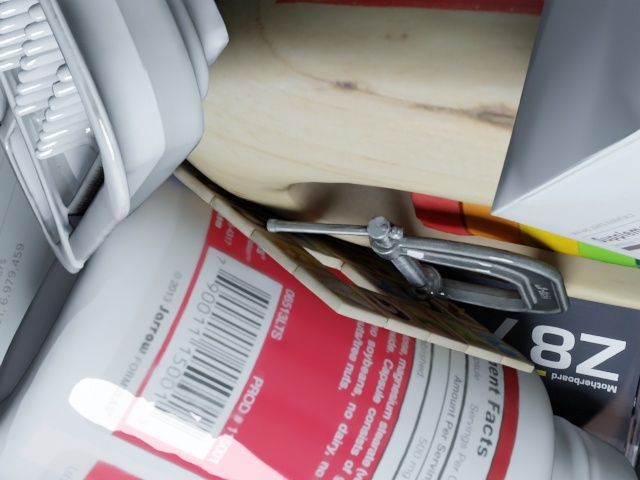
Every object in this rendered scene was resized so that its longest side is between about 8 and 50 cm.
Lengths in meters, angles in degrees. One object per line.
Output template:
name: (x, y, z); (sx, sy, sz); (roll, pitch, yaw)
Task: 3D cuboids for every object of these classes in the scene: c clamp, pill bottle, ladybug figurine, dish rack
c clamp: (0.064, 0.013, 0.643); (0.137, 0.022, 0.161); (6, 167, 22)
pill bottle: (0.002, 0.131, 0.806); (0.408, 0.229, 0.229); (29, 166, -16)
ladybug figurine: (0.137, -0.066, 0.612); (0.449, 0.162, 0.305); (12, 171, 18)
dish rack: (-0.133, -0.135, 0.545); (0.072, 0.285, 0.333); (-24, -179, -16)

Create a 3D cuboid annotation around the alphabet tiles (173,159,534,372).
alphabet tiles: (0.000, 0.000, 0.742); (0.198, 0.009, 0.237); (20, -166, -49)

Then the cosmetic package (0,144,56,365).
cosmetic package: (-0.295, -0.008, 1.139); (0.394, 0.327, 0.329); (9, 168, 26)

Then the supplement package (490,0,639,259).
supplement package: (0.221, -0.077, 0.354); (0.263, 0.199, 0.198); (16, 170, -6)

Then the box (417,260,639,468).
box: (0.067, 0.015, 0.924); (0.395, 0.097, 0.318); (13, 132, 16)
